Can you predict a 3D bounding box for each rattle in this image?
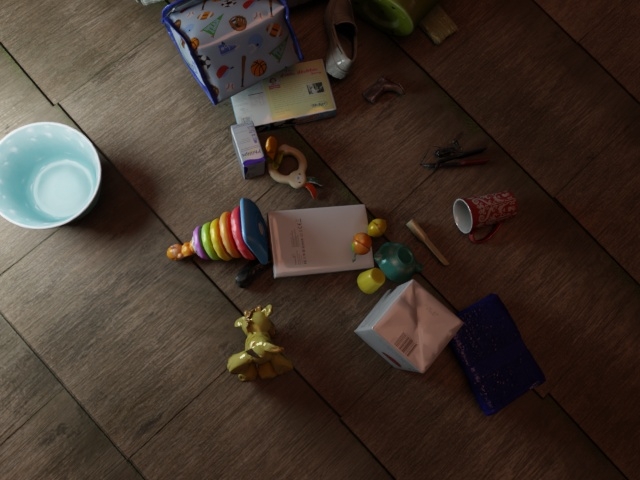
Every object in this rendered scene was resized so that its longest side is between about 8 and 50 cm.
[{"bbox_3d":[-0.074,-0.227,1.593,0.130,0.142,0.199,-36,77,-29],"label":"rattle"}]

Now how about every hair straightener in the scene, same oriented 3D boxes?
[{"bbox_3d":[0.437,-0.282,1.698,0.231,0.047,0.089,-10,80,-2],"label":"hair straightener"}]

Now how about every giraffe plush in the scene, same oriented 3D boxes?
[{"bbox_3d":[-0.180,0.284,1.480,0.182,0.210,0.170,-8,51,-3],"label":"giraffe plush"}]

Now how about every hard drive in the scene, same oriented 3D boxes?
[{"bbox_3d":[0.000,0.000,1.582,0.308,0.040,0.203,-5,79,-14],"label":"hard drive"}]

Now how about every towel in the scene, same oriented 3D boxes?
[{"bbox_3d":[0.514,0.340,1.569,0.228,0.076,0.308,-24,81,-16],"label":"towel"},{"bbox_3d":[0.395,-0.757,1.790,0.110,0.027,0.148,-39,84,-12],"label":"towel"}]

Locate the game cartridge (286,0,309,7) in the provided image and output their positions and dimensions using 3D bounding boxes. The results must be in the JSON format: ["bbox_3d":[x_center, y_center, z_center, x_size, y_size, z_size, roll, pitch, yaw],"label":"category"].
[{"bbox_3d":[-0.082,-0.954,1.739,0.230,0.068,0.355,-22,70,-13],"label":"game cartridge"}]

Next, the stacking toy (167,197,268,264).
[{"bbox_3d":[-0.315,0.003,1.532,0.302,0.175,0.165,-15,57,9],"label":"stacking toy"}]

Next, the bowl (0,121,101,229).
[{"bbox_3d":[-0.772,-0.169,1.504,0.312,0.163,0.311,1,80,-5],"label":"bowl"}]

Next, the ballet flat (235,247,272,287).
[{"bbox_3d":[-0.189,0.078,1.575,0.173,0.049,0.057,-38,62,-16],"label":"ballet flat"}]

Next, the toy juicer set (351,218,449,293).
[{"bbox_3d":[0.224,0.030,1.593,0.329,0.089,0.209,-14,73,-33],"label":"toy juicer set"}]

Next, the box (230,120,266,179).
[{"bbox_3d":[-0.222,-0.277,1.592,0.072,0.126,0.137,-17,81,-10],"label":"box"}]

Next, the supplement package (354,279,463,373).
[{"bbox_3d":[0.233,0.244,1.444,0.177,0.293,0.175,41,78,4],"label":"supplement package"}]

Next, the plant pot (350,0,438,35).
[{"bbox_3d":[0.278,-0.876,1.664,0.367,0.366,0.353,28,90,1],"label":"plant pot"}]

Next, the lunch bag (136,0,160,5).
[{"bbox_3d":[-0.471,-0.911,1.662,0.305,0.212,0.256,-15,97,-7],"label":"lunch bag"}]

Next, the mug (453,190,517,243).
[{"bbox_3d":[0.524,-0.083,1.646,0.169,0.150,0.113,-15,44,-12],"label":"mug"}]

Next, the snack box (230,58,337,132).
[{"bbox_3d":[-0.125,-0.464,1.669,0.322,0.060,0.187,-13,80,-7],"label":"snack box"}]

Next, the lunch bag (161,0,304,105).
[{"bbox_3d":[-0.290,-0.654,1.591,0.328,0.239,0.385,-27,50,-8],"label":"lunch bag"}]

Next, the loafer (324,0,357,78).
[{"bbox_3d":[0.078,-0.683,1.686,0.112,0.111,0.319,9,70,-30],"label":"loafer"}]

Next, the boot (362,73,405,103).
[{"bbox_3d":[0.209,-0.486,1.715,0.106,0.037,0.114,42,75,17],"label":"boot"}]
